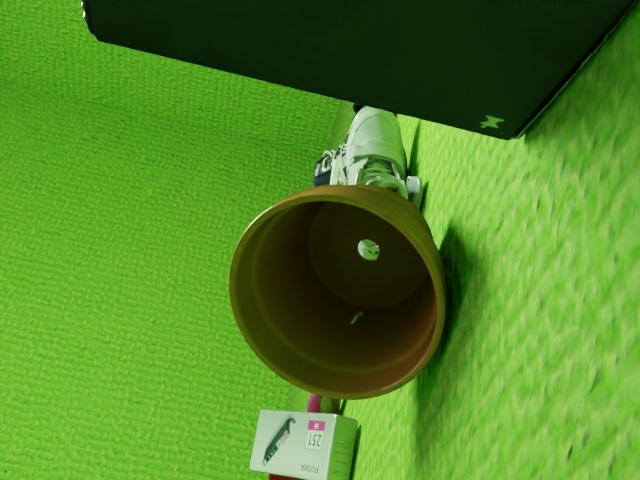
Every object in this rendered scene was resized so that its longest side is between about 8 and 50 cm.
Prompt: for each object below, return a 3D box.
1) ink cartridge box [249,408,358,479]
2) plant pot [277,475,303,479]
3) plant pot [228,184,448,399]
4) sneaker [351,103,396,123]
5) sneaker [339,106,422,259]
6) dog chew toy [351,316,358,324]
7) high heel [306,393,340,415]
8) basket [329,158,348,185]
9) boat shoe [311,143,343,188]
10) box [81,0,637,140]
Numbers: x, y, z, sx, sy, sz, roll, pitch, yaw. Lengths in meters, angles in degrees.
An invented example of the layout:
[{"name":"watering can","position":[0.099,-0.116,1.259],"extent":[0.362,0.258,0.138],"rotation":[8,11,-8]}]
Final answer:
[{"name":"ink cartridge box","position":[-0.048,0.459,1.534],"extent":[0.275,0.060,0.239],"rotation":[-13,61,53]},{"name":"plant pot","position":[-0.021,0.450,1.643],"extent":[0.109,0.096,0.109],"rotation":[-8,67,54]},{"name":"plant pot","position":[0.043,0.045,1.093],"extent":[0.203,0.290,0.291],"rotation":[-50,-23,-63]},{"name":"sneaker","position":[0.121,-0.243,1.871],"extent":[0.267,0.106,0.101],"rotation":[-84,9,-46]},{"name":"sneaker","position":[0.114,-0.115,1.439],"extent":[0.210,0.137,0.366],"rotation":[115,162,-68]},{"name":"dog chew toy","position":[0.000,0.142,1.800],"extent":[0.332,0.206,0.207],"rotation":[173,109,-77]},{"name":"high heel","position":[0.038,0.337,1.711],"extent":[0.117,0.082,0.244],"rotation":[2,91,42]},{"name":"basket","position":[0.074,-0.098,1.896],"extent":[0.113,0.103,0.167],"rotation":[-81,-5,-46]},{"name":"boat shoe","position":[0.069,-0.219,2.094],"extent":[0.127,0.158,0.341],"rotation":[-87,10,-64]},{"name":"box","position":[0.048,-0.414,0.796],"extent":[0.297,0.479,0.472],"rotation":[117,165,-70]}]
